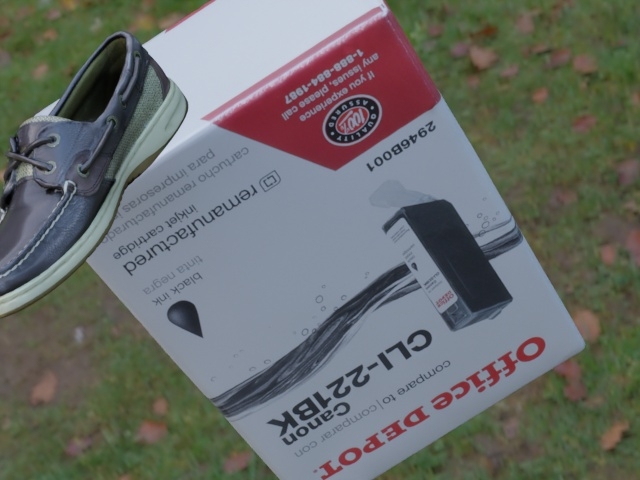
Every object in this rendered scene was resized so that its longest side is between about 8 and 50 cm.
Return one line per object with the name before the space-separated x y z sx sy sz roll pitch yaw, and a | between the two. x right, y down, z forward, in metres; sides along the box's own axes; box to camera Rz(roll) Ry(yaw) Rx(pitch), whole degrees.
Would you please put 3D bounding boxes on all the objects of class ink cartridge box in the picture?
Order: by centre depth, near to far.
ink cartridge box | 0.000 0.000 0.815 0.197 0.273 0.114 -32 38 5

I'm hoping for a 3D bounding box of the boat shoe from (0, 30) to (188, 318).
boat shoe | -0.107 -0.030 0.595 0.056 0.049 0.152 -13 33 32
